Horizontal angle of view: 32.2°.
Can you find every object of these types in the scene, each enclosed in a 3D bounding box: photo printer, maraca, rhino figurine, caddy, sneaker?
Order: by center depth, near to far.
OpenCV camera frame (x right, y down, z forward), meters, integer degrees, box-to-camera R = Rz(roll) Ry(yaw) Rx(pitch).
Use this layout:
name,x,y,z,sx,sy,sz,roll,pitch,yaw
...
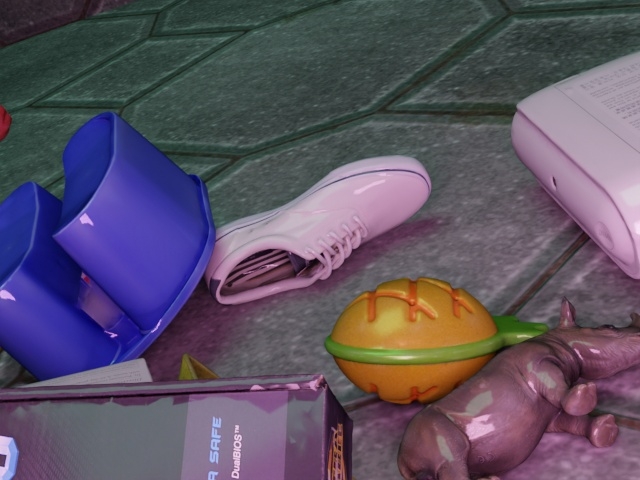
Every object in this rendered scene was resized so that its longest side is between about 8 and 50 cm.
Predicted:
name,x,y,z,sx,sy,sz,roll,pitch,yaw
rhino figurine,0.154,0.112,0.795,0.243,0.073,0.106,-34,31,-29
maraca,0.093,0.077,0.887,0.186,0.099,0.127,-5,10,-25
photo printer,0.339,-0.083,1.005,0.256,0.107,0.307,-21,26,-1
sneaker,0.000,0.000,1.137,0.258,0.094,0.091,-25,39,5
caddy,-0.227,0.020,1.153,0.241,0.179,0.341,-42,24,10

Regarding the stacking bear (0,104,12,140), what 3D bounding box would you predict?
name,x,y,z,sx,sy,sz,roll,pitch,yaw
stacking bear,-0.473,-0.019,1.272,0.175,0.164,0.289,-45,36,46

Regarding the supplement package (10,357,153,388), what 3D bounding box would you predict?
name,x,y,z,sx,sy,sz,roll,pitch,yaw
supplement package,-0.152,0.201,0.740,0.134,0.139,0.244,-12,22,-14

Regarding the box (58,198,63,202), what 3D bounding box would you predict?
name,x,y,z,sx,sy,sz,roll,pitch,yaw
box,-0.328,-0.013,1.394,0.109,0.042,0.178,4,19,-18

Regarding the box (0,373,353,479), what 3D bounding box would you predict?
name,x,y,z,sx,sy,sz,roll,pitch,yaw
box,-0.136,0.217,0.525,0.293,0.073,0.295,-3,64,12

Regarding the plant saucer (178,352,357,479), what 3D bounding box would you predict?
name,x,y,z,sx,sy,sz,roll,pitch,yaw
plant saucer,-0.016,0.174,0.700,0.045,0.188,0.188,-48,26,3
